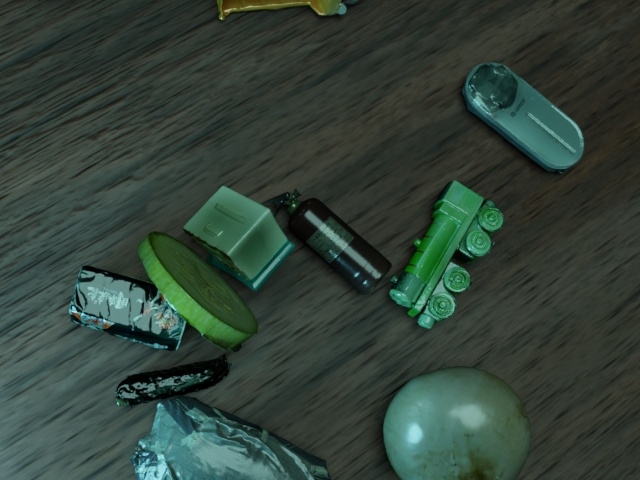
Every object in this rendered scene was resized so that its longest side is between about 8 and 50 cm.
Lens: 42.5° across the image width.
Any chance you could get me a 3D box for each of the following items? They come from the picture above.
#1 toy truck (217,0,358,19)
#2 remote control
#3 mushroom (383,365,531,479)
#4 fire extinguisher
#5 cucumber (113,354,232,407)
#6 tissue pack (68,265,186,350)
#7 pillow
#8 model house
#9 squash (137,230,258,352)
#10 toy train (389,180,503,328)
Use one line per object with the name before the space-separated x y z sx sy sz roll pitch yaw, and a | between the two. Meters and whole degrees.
toy truck | -0.044 -0.455 1.392 0.270 0.114 0.135 -10 78 -13
remote control | 0.359 -0.218 1.461 0.247 0.052 0.104 39 73 -2
mushroom | 0.212 0.299 1.275 0.226 0.178 0.226 2 102 12
fire extinguisher | 0.000 0.000 1.338 0.231 0.071 0.099 39 102 -1
cucumber | -0.222 0.215 1.254 0.181 0.053 0.053 -12 82 -15
tissue pack | -0.284 0.104 1.236 0.170 0.103 0.090 15 74 -8
pillow | -0.113 0.357 1.226 0.335 0.092 0.161 28 80 -6
model house | -0.117 0.009 1.281 0.127 0.149 0.100 28 71 41
squash | -0.180 0.068 1.208 0.041 0.219 0.219 -42 89 6
toy train | 0.208 0.023 1.370 0.119 0.085 0.251 33 72 2
